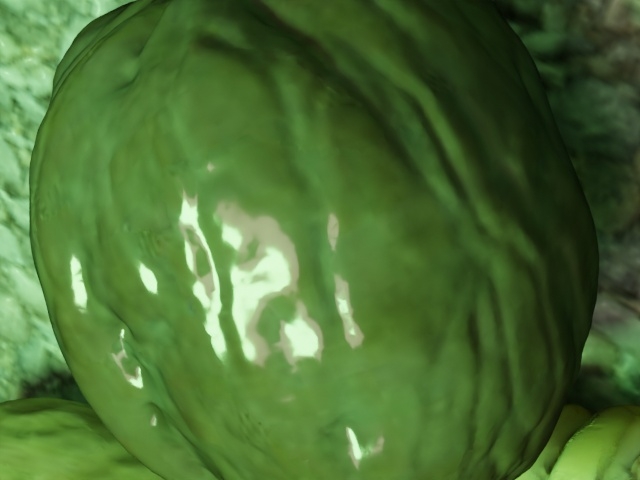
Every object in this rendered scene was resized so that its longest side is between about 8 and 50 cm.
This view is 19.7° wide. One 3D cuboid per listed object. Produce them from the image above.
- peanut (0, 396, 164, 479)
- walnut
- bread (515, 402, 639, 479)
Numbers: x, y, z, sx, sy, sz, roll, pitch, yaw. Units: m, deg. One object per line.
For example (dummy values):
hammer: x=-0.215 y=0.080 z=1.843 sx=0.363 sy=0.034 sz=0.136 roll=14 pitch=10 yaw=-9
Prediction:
peanut: x=-0.103 y=0.182 z=0.891 sx=0.196 sy=0.110 sz=0.233 roll=17 pitch=122 yaw=25
walnut: x=0.000 y=0.000 z=0.664 sx=0.224 sy=0.224 sz=0.224 roll=16 pitch=124 yaw=26
bread: x=0.085 y=0.120 z=0.746 sx=0.177 sy=0.084 sz=0.119 roll=0 pitch=114 yaw=34
